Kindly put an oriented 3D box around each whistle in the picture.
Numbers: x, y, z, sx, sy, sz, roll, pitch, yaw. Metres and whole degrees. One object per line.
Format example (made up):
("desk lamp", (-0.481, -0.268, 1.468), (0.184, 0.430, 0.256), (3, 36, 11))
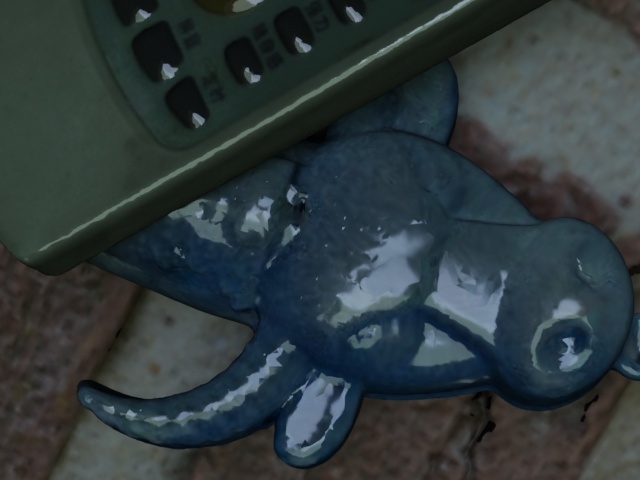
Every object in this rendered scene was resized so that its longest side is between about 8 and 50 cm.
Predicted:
("whistle", (0.000, 0.000, 0.520), (0.269, 0.093, 0.180), (17, 80, 4))

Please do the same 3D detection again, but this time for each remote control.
("remote control", (-0.007, -0.101, 0.484), (0.285, 0.038, 0.123), (-27, 66, 8))
